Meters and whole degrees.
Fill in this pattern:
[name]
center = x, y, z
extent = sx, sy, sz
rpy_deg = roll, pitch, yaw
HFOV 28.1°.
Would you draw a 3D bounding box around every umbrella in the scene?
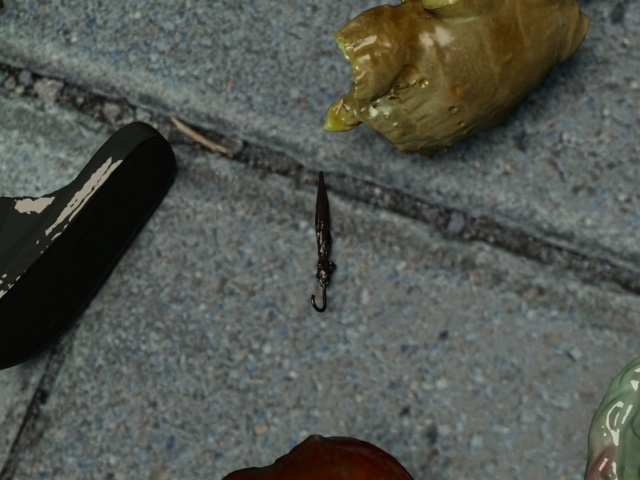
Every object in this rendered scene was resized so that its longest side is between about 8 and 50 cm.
[umbrella]
center = 0.002, 0.001, 1.008
extent = 0.013, 0.022, 0.122
rpy_deg = -19, 56, 38

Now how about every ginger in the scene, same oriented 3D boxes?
[ginger]
center = 0.094, -0.135, 0.949
extent = 0.216, 0.157, 0.102
rpy_deg = -32, 53, 13

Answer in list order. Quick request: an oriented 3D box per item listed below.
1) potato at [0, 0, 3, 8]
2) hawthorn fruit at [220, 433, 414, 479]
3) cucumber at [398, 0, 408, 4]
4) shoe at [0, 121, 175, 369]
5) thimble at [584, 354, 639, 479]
[potato]
center = -0.407, -0.282, 1.114
extent = 0.242, 0.242, 0.285
rpy_deg = -7, 78, 15
[hawthorn fruit]
center = 0.005, 0.241, 0.853
extent = 0.185, 0.185, 0.202
rpy_deg = -29, 72, 7
[cucumber]
center = 0.153, -0.216, 1.011
extent = 0.220, 0.046, 0.070
rpy_deg = -8, 70, 13
[shoe]
center = -0.223, -0.006, 1.031
extent = 0.093, 0.108, 0.241
rpy_deg = 35, 80, 24
[thimble]
center = 0.273, 0.147, 0.815
extent = 0.211, 0.149, 0.185
rpy_deg = -46, 65, -1
